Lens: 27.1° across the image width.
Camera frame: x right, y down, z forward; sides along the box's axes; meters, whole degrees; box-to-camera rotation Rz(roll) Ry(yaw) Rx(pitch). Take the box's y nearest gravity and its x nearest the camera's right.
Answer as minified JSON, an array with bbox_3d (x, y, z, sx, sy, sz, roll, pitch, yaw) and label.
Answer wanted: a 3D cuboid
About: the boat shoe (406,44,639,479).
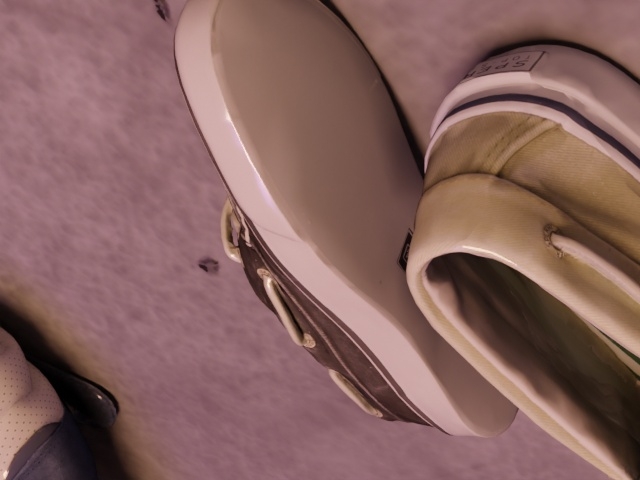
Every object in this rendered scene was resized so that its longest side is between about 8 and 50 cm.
[{"bbox_3d":[0.139,0.066,0.451,0.302,0.094,0.109,40,143,-14],"label":"boat shoe"}]

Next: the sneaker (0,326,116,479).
[{"bbox_3d":[-0.265,0.104,0.771,0.323,0.130,0.236,7,129,35],"label":"sneaker"}]

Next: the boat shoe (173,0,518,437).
[{"bbox_3d":[0.000,0.000,0.482,0.070,0.078,0.219,-3,135,36],"label":"boat shoe"}]
